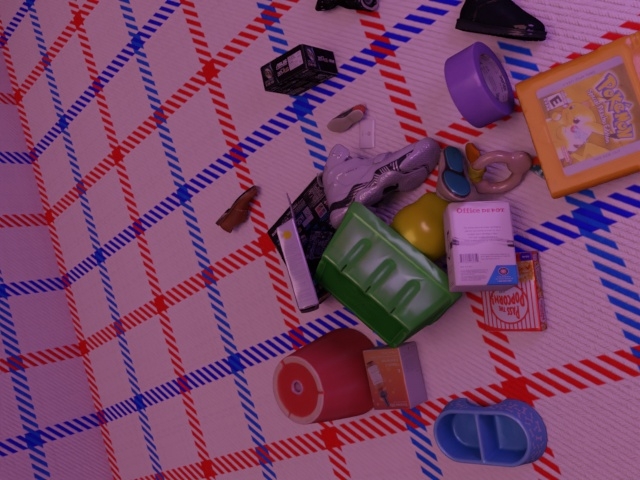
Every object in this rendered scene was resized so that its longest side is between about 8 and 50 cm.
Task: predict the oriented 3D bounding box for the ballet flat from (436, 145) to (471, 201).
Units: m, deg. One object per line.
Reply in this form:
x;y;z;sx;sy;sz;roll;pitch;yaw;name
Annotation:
0.323;-0.146;1.559;0.086;0.248;0.086;6;125;8;ballet flat

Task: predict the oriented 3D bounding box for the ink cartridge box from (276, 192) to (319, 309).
-0.071;0.048;1.773;0.072;0.303;0.307;-18;82;-2;ink cartridge box

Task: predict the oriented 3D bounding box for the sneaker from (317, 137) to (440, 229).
0.144;-0.205;1.740;0.365;0.137;0.210;-38;58;21;sneaker

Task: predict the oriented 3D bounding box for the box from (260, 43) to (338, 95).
-0.065;-0.509;1.887;0.180;0.147;0.078;-17;83;40;box

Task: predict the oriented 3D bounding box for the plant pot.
0.010;0.409;1.840;0.274;0.243;0.275;4;95;40;plant pot

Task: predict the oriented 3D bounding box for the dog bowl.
0.423;0.497;1.612;0.297;0.074;0.166;-11;87;41;dog bowl

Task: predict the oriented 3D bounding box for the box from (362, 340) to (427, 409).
0.210;0.381;1.769;0.130;0.091;0.171;-16;83;39;box

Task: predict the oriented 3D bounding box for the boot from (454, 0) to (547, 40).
0.443;-0.591;1.489;0.246;0.094;0.207;28;115;41;boot

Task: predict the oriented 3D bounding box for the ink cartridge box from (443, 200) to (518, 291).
0.380;0.015;1.503;0.148;0.086;0.203;-1;75;0;ink cartridge box

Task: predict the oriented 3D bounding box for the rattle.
0.466;-0.200;1.546;0.199;0.143;0.130;-21;112;24;rattle

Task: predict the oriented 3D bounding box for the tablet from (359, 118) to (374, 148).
0.135;-0.310;1.828;0.054;0.006;0.083;3;96;39;tablet

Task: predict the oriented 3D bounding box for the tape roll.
0.381;-0.370;1.498;0.080;0.189;0.189;-22;79;38;tape roll

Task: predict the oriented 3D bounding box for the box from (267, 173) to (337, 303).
0.000;0.000;1.924;0.295;0.073;0.293;-46;67;32;box

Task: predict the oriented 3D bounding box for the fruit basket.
0.215;0.039;1.654;0.392;0.392;0.283;60;159;19;fruit basket

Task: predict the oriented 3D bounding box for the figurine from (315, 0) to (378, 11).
0.071;-0.765;1.797;0.209;0.092;0.215;16;103;42;figurine

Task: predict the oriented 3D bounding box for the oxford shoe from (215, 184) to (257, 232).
-0.272;-0.107;2.159;0.076;0.076;0.212;42;121;-5;oxford shoe

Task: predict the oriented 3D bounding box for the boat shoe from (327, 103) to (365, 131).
0.077;-0.362;1.850;0.137;0.049;0.043;-22;38;41;boat shoe

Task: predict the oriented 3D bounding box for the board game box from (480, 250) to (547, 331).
0.473;0.127;1.556;0.146;0.045;0.194;-8;88;40;board game box

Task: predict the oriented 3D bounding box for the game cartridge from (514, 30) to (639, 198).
0.621;-0.275;1.365;0.323;0.052;0.286;-21;80;31;game cartridge
